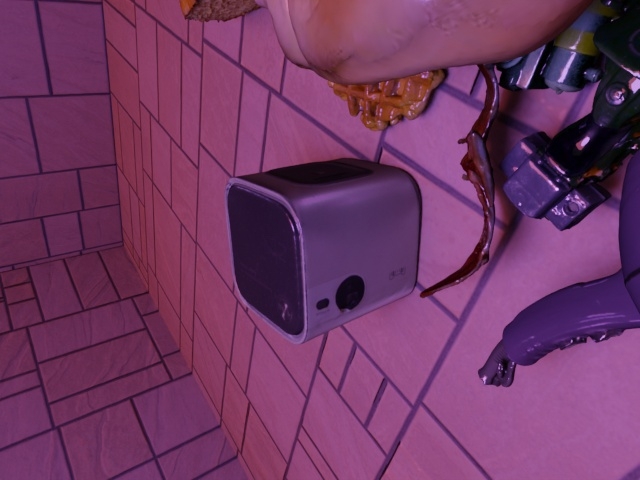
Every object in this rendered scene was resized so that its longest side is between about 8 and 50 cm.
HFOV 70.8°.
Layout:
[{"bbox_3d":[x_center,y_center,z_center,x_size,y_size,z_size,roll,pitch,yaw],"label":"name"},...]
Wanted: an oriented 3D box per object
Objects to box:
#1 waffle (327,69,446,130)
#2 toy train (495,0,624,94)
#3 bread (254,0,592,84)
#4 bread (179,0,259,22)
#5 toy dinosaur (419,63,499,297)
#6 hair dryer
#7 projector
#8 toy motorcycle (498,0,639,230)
[{"bbox_3d":[0.095,-0.328,0.694,0.282,0.058,0.301,56,143,26],"label":"waffle"},{"bbox_3d":[0.261,-0.248,0.467,0.132,0.083,0.200,40,134,36],"label":"toy train"},{"bbox_3d":[0.087,-0.332,0.350,0.348,0.252,0.377,-145,42,-60],"label":"bread"},{"bbox_3d":[-0.171,-0.558,0.859,0.340,0.194,0.179,8,117,57],"label":"bread"},{"bbox_3d":[0.163,-0.087,0.576,0.112,0.207,0.328,-2,129,14],"label":"toy dinosaur"},{"bbox_3d":[0.257,0.113,0.402,0.361,0.120,0.302,120,151,-65],"label":"hair dryer"},{"bbox_3d":[0.000,0.000,0.791,0.248,0.249,0.249,25,124,48],"label":"projector"},{"bbox_3d":[0.271,-0.116,0.411,0.125,0.187,0.275,56,143,25],"label":"toy motorcycle"}]
